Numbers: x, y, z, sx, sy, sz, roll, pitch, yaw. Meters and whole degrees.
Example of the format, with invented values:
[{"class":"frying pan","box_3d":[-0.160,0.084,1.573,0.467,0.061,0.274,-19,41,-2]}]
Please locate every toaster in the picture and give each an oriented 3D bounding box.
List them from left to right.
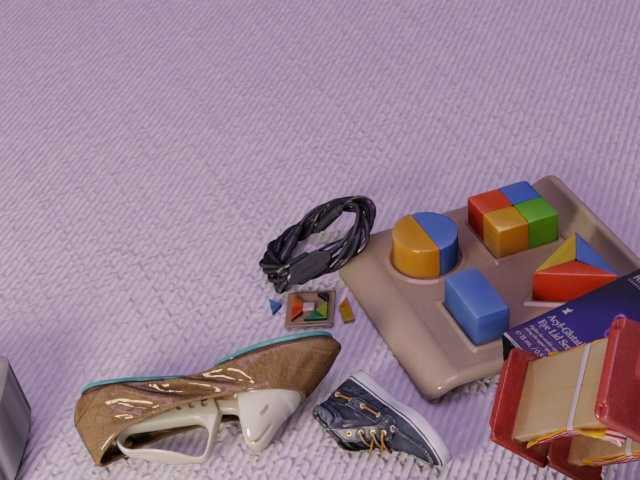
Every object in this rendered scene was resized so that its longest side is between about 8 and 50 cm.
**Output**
[{"class":"toaster","box_3d":[-0.450,0.241,1.633,0.185,0.110,0.168,-5,40,6]}]

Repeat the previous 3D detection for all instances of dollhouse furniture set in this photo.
[{"class":"dollhouse furniture set","box_3d":[0.257,0.280,1.296,0.152,0.201,0.374,25,68,-19]}]

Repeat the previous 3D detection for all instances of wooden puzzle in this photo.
[{"class":"wooden puzzle","box_3d":[-0.013,0.092,1.795,0.116,0.014,0.079,-8,38,3]},{"class":"wooden puzzle","box_3d":[0.231,0.036,1.756,0.347,0.081,0.322,-20,40,-12]}]

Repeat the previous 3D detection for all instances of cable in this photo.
[{"class":"cable","box_3d":[0.000,0.000,1.853,0.184,0.047,0.150,-36,24,5]}]

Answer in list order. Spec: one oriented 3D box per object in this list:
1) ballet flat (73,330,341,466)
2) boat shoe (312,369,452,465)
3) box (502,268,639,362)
[{"class":"ballet flat","box_3d":[-0.132,0.208,1.617,0.342,0.116,0.124,-12,59,-1]},{"class":"boat shoe","box_3d":[0.072,0.231,1.572,0.083,0.065,0.183,-38,43,-18]},{"class":"box","box_3d":[0.345,0.148,1.570,0.207,0.108,0.153,-24,40,-16]}]
